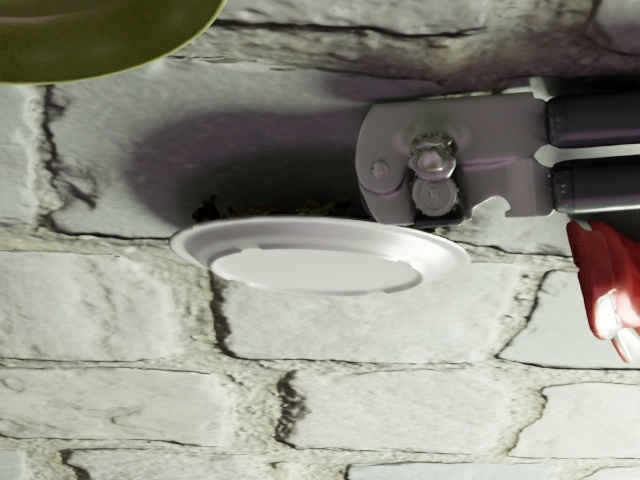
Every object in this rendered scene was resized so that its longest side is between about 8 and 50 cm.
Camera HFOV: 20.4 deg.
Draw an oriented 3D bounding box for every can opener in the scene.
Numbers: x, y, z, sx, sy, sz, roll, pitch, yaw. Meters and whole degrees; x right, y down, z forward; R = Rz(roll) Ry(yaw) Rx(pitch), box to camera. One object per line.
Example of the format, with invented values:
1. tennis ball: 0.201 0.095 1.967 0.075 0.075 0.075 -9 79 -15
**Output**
1. can opener: 0.155 -0.055 1.036 0.280 0.074 0.093 -4 -169 14

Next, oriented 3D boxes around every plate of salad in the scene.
1. plate of salad: 0.000 0.000 1.175 0.200 0.048 0.200 4 167 1

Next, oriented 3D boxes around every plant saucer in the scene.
1. plant saucer: -0.161 -0.146 0.847 0.241 0.037 0.241 1 157 0

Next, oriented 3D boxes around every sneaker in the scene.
1. sneaker: 0.244 0.021 1.199 0.128 0.087 0.221 -15 166 15
